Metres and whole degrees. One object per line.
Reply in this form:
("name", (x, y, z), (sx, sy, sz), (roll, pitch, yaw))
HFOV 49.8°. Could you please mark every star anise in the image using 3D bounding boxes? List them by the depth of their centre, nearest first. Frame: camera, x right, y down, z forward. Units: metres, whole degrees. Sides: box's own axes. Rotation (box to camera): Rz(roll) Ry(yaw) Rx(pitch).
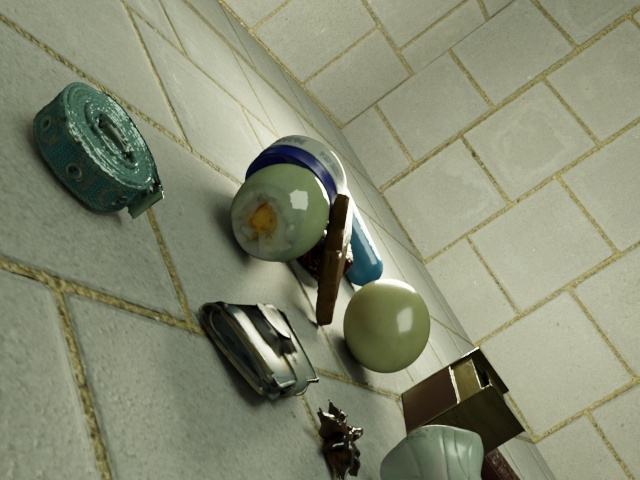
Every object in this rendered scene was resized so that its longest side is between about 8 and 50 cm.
("star anise", (0.038, 0.306, 1.076), (0.129, 0.056, 0.124), (15, 52, -66))

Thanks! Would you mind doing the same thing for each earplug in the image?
("earplug", (0.080, 0.002, 1.898), (0.273, 0.132, 0.132), (62, 14, 14))

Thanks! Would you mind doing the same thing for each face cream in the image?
("face cream", (-0.051, -0.121, 1.487), (0.206, 0.206, 0.111), (52, 40, -11))

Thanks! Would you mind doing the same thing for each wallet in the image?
("wallet", (-0.076, 0.158, 1.037), (0.170, 0.069, 0.231), (53, 10, 17))

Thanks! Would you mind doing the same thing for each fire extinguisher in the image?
("fire extinguisher", (0.405, 0.543, 1.727), (0.269, 0.105, 0.105), (53, 12, -10))

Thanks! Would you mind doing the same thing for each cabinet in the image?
("cabinet", (0.316, 0.384, 1.539), (0.148, 0.215, 0.175), (52, 13, -13))

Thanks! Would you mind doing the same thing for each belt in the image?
("belt", (-0.296, -0.119, 0.904), (0.148, 0.082, 0.163), (15, 47, -55))

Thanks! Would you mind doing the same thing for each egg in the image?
("egg", (-0.069, -0.056, 1.322), (0.183, 0.183, 0.217), (55, 29, 3))
("egg", (0.140, 0.186, 1.481), (0.188, 0.188, 0.253), (53, 21, -8))

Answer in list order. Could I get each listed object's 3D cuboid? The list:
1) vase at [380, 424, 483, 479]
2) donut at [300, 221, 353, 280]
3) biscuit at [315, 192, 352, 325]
("vase", (0.237, 0.472, 0.995), (0.250, 0.250, 0.445), (47, 8, -30))
("donut", (0.000, 0.000, 1.657), (0.216, 0.096, 0.230), (56, 12, 6))
("biscuit", (0.030, 0.028, 1.446), (0.301, 0.043, 0.278), (-56, 155, -78))
